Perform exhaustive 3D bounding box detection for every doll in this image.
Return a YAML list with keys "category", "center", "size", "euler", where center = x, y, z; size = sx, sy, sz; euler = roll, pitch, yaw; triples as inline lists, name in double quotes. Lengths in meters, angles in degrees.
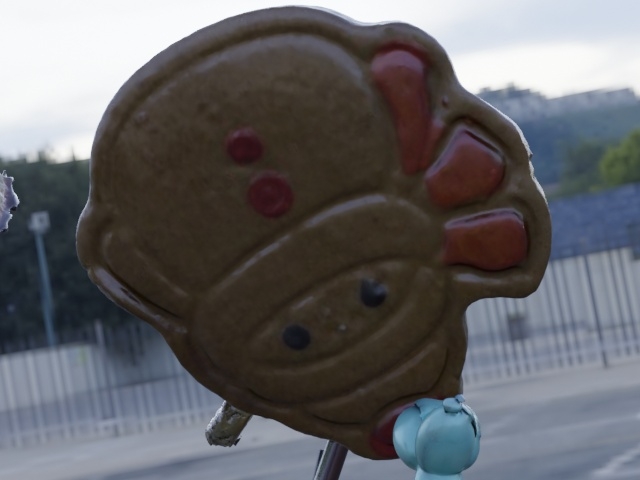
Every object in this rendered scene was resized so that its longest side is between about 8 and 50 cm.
- category: "doll"
  center: [0.072, 0.173, 0.981]
  size: [0.059, 0.158, 0.159]
  euler: [6, -43, -2]

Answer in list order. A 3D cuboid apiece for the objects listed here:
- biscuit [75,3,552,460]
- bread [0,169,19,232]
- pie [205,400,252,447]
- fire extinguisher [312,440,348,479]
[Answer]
- category: "biscuit"
  center: [0.000, 0.000, 1.215]
  size: [0.359, 0.381, 0.074]
  euler: [-28, 7, 16]
- category: "bread"
  center: [-0.414, -0.054, 1.745]
  size: [0.169, 0.140, 0.160]
  euler: [-8, 40, 56]
- category: "pie"
  center: [-0.080, 0.175, 1.888]
  size: [0.046, 0.195, 0.195]
  euler: [33, -2, 3]
- category: "fire extinguisher"
  center: [0.005, 0.286, 1.898]
  size: [0.049, 0.173, 0.035]
  euler: [11, -13, 38]
